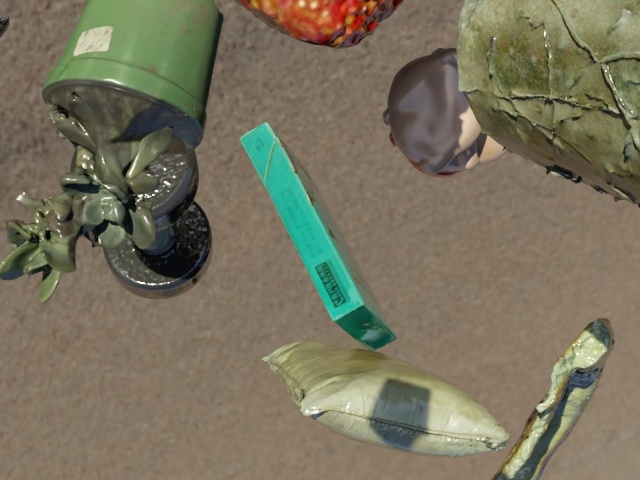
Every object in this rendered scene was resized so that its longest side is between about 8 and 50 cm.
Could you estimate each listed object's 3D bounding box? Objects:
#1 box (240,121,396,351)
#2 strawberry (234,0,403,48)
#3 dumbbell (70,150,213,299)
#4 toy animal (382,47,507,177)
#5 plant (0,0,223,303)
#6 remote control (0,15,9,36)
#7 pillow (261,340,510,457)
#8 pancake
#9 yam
[{"bbox_3d":[0.000,0.000,1.213,0.042,0.226,0.161,-30,158,4],"label":"box"},{"bbox_3d":[-0.029,-0.349,1.025,0.292,0.292,0.344,25,78,-40],"label":"strawberry"},{"bbox_3d":[-0.145,-0.025,0.969,0.100,0.100,0.191,-16,160,-8],"label":"dumbbell"},{"bbox_3d":[0.162,-0.161,1.501,0.171,0.171,0.197,-32,173,10],"label":"toy animal"},{"bbox_3d":[-0.061,-0.028,0.339,0.051,0.102,0.051,15,163,5],"label":"plant"},{"bbox_3d":[-0.384,-0.225,1.273,0.096,0.039,0.014,-9,132,29],"label":"remote control"},{"bbox_3d":[0.050,0.145,1.081,0.184,0.302,0.075,11,91,-10],"label":"pillow"},{"bbox_3d":[0.319,0.264,1.617,0.305,0.066,0.427,-37,156,-52],"label":"pancake"},{"bbox_3d":[0.284,-0.139,0.958,0.241,0.348,0.241,-14,115,-32],"label":"yam"}]
